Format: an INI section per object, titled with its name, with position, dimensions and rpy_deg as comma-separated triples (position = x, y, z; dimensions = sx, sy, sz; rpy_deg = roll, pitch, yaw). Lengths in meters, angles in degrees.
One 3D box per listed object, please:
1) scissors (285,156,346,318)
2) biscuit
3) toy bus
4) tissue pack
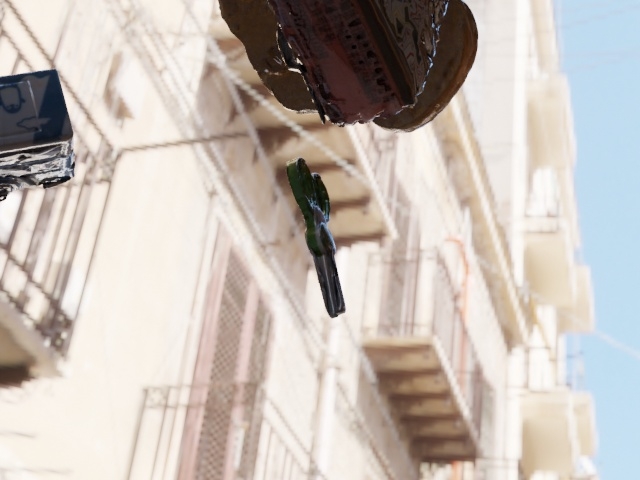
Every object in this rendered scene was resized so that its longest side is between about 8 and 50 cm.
[scissors]
position = 0.000, 0.000, 1.540
dimensions = 0.027, 0.204, 0.101
rpy_deg = -21, -27, 17
[biscuit]
position = 0.019, -0.276, 1.419
dimensions = 0.269, 0.376, 0.051
rpy_deg = -48, -21, 19
[toy bus]
position = -0.417, -0.100, 1.375
dimensions = 0.297, 0.106, 0.131
rpy_deg = -11, -18, -20
[tissue pack]
position = -0.003, -0.278, 0.988
dimensions = 0.123, 0.245, 0.332
rpy_deg = -7, -49, 27
